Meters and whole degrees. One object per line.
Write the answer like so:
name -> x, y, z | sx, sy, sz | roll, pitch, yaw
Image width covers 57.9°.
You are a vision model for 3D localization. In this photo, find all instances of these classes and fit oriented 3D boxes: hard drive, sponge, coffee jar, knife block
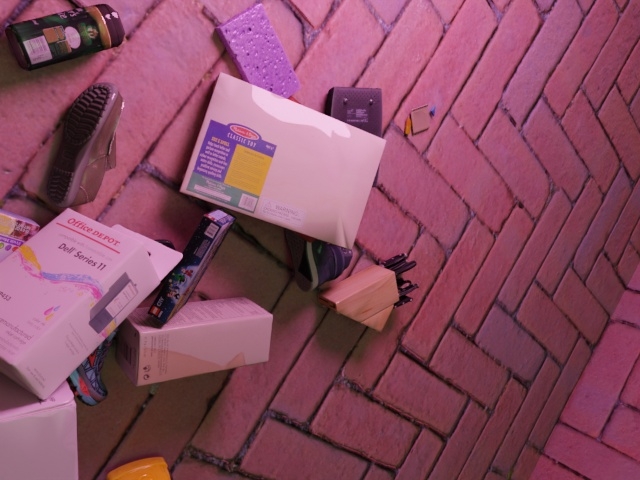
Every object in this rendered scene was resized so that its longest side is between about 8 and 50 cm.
hard drive -> 0.079, -0.259, 1.475 | 0.172, 0.054, 0.254 | -9, 107, -35
sponge -> -0.133, -0.403, 1.290 | 0.117, 0.031, 0.210 | -42, 124, -21
coffee jar -> -0.446, -0.362, 1.023 | 0.184, 0.096, 0.079 | -28, 120, -29
knife block -> 0.151, 0.118, 1.611 | 0.276, 0.088, 0.242 | 29, 83, -38

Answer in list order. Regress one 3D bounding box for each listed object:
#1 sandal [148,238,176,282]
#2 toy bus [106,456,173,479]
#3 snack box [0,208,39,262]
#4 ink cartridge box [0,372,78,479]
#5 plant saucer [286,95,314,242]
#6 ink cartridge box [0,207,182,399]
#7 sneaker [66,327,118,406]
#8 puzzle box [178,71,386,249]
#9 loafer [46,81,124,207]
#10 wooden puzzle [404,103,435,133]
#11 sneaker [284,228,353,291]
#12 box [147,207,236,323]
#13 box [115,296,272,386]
sandal -> -0.406, 0.086, 1.201 | 0.255, 0.054, 0.097 | -33, 120, -26
toy bus -> -0.376, 0.629, 1.275 | 0.150, 0.211, 0.220 | -5, 107, -38
snack box -> -0.625, 0.034, 1.013 | 0.175, 0.070, 0.207 | 24, 89, -40
ink cartridge box -> -0.548, 0.424, 1.039 | 0.166, 0.285, 0.394 | -5, 105, -36
plant saucer -> -0.043, -0.169, 1.355 | 0.258, 0.048, 0.259 | 37, 79, -16
ink cartridge box -> -0.437, 0.074, 1.020 | 0.353, 0.207, 0.119 | -51, 150, -34
sneaker -> -0.455, 0.217, 1.148 | 0.125, 0.104, 0.261 | -23, 125, -22
puzzle box -> -0.077, -0.168, 1.287 | 0.409, 0.052, 0.272 | 19, 88, -18
loafer -> -0.435, -0.178, 1.099 | 0.087, 0.094, 0.251 | 14, 104, -63
wooden puzzle -> 0.279, -0.342, 1.631 | 0.116, 0.014, 0.078 | -17, 117, -32
sneaker -> -0.001, 0.001, 1.471 | 0.163, 0.086, 0.226 | -17, 104, -42
box -> -0.263, 0.047, 1.205 | 0.044, 0.159, 0.233 | 31, 98, -3
box -> -0.275, 0.213, 1.280 | 0.311, 0.148, 0.121 | -2, 104, -36
